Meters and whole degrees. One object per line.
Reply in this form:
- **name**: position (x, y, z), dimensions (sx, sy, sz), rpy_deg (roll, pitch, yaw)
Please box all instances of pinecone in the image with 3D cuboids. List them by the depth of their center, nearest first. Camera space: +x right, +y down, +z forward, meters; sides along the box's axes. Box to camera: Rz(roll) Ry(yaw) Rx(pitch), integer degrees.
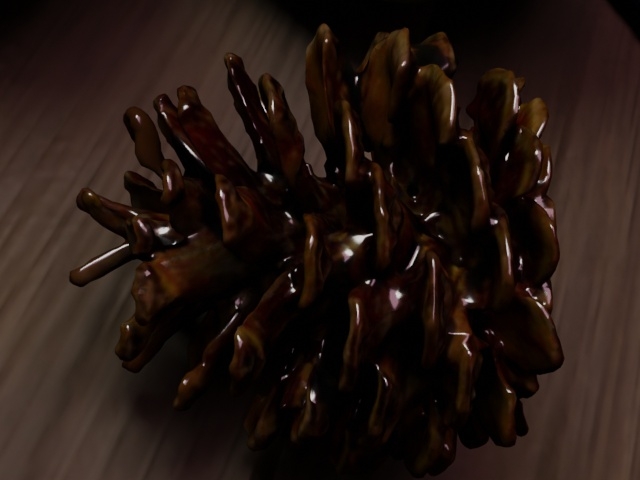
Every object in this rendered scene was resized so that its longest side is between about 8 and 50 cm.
- **pinecone**: position (-0.003, 0.002, 0.445), dimensions (0.165, 0.163, 0.163), rpy_deg (4, 54, -12)

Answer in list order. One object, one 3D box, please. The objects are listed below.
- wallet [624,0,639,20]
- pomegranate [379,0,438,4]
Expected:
- **wallet**: position (0.315, -0.050, 0.723), dimensions (0.191, 0.046, 0.379), rpy_deg (-11, 64, -33)
- **pomegranate**: position (0.035, -0.272, 0.624), dimensions (0.285, 0.285, 0.341), rpy_deg (-12, 32, -34)
